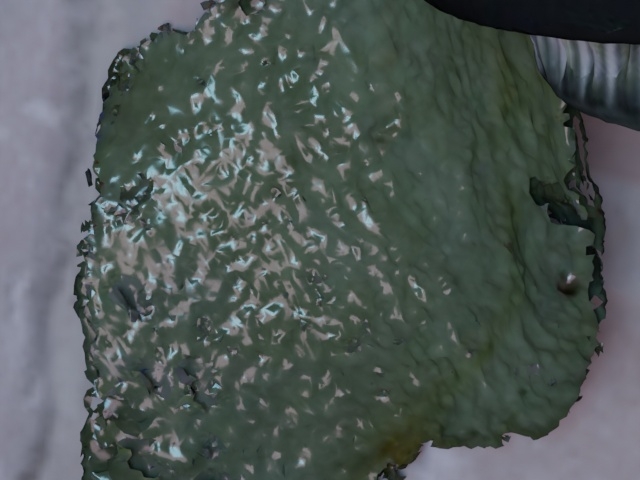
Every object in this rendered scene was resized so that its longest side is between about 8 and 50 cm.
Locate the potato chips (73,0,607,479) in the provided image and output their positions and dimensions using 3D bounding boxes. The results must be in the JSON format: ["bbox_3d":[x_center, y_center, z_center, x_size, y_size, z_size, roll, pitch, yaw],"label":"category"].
[{"bbox_3d":[-0.003,0.004,0.540,0.167,0.059,0.228,47,119,2],"label":"potato chips"}]

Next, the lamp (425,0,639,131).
[{"bbox_3d":[0.116,-0.155,0.371,0.374,0.205,0.272,-25,105,15],"label":"lamp"}]
